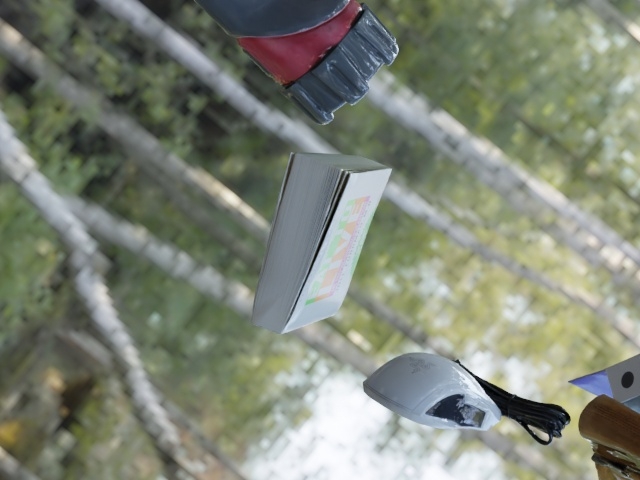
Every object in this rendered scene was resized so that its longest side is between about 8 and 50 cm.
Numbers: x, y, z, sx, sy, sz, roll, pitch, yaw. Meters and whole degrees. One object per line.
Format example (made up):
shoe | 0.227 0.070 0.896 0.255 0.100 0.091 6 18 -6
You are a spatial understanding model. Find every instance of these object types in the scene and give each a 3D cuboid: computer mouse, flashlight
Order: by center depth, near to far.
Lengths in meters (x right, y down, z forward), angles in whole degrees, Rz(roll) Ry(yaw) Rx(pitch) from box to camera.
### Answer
computer mouse | 0.101 0.109 1.390 0.193 0.106 0.042 13 104 -58
flashlight | -0.072 -0.230 1.523 0.103 0.304 0.103 -30 -160 43

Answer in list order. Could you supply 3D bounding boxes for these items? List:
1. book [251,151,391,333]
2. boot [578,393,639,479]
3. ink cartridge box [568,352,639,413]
book | 0.000 0.000 1.076 0.144 0.035 0.096 -14 123 -77
boot | 0.333 0.244 1.445 0.096 0.280 0.264 -59 146 -19
ink cartridge box | 0.353 0.138 1.615 0.208 0.206 0.045 -29 -134 45
